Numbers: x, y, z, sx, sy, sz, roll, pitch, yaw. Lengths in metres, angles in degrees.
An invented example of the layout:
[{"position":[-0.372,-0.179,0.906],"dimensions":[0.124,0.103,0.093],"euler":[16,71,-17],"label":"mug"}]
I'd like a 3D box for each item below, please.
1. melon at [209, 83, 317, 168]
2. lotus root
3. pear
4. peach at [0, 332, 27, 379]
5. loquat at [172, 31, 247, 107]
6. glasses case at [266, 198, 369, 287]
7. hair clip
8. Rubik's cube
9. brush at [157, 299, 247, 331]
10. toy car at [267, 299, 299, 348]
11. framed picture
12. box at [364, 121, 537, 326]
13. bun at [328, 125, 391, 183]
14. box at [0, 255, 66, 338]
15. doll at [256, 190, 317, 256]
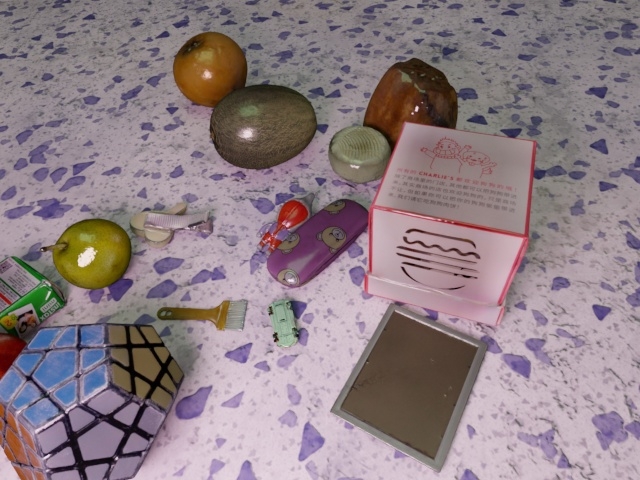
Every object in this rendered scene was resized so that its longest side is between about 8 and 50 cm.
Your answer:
[{"position":[-0.171,-0.343,1.380],"dimensions":[0.329,0.249,0.249],"euler":[-18,50,-14],"label":"melon"},{"position":[0.311,-0.413,1.424],"dimensions":[0.316,0.250,0.316],"euler":[4,45,-4],"label":"lotus root"},{"position":[-0.568,0.025,1.111],"dimensions":[0.166,0.216,0.180],"euler":[40,95,34],"label":"pear"},{"position":[-0.665,0.286,0.878],"dimensions":[0.199,0.243,0.243],"euler":[37,53,-12],"label":"peach"},{"position":[-0.387,-0.603,1.618],"dimensions":[0.263,0.263,0.263],"euler":[-3,49,3],"label":"loquat"},{"position":[0.000,0.000,1.172],"dimensions":[0.123,0.076,0.316],"euler":[33,59,28],"label":"glasses case"},{"position":[-0.409,-0.053,1.260],"dimensions":[0.218,0.071,0.159],"euler":[-1,46,-3],"label":"hair clip"},{"position":[-0.412,0.290,0.830],"dimensions":[0.319,0.264,0.319],"euler":[-3,49,3],"label":"Rubik's cube"},{"position":[-0.284,0.177,1.088],"dimensions":[0.218,0.010,0.083],"euler":[0,49,6],"label":"brush"},{"position":[-0.084,0.190,1.042],"dimensions":[0.059,0.035,0.122],"euler":[-13,58,-6],"label":"toy car"},{"position":[0.188,0.284,0.946],"dimensions":[0.232,0.019,0.296],"euler":[23,54,22],"label":"framed picture"},{"position":[0.288,-0.044,1.035],"dimensions":[0.314,0.300,0.312],"euler":[13,52,15],"label":"box"},{"position":[0.111,-0.245,1.350],"dimensions":[0.195,0.118,0.195],"euler":[0,54,0],"label":"bun"},{"position":[-0.760,0.166,1.079],"dimensions":[0.180,0.103,0.250],"euler":[27,55,26],"label":"box"},{"position":[-0.081,-0.053,1.226],"dimensions":[0.102,0.075,0.227],"euler":[33,68,12],"label":"doll"}]
